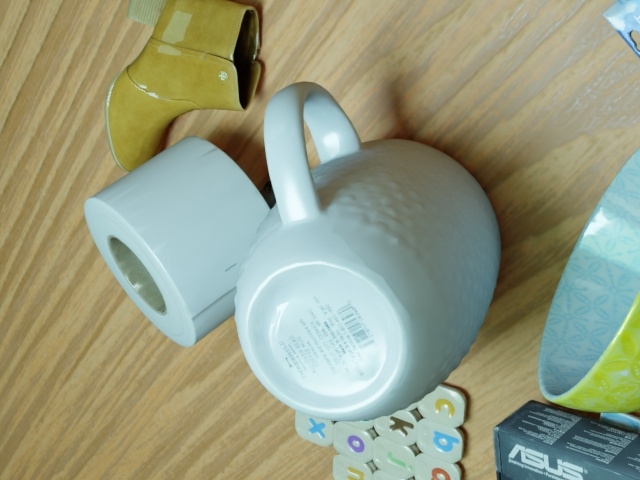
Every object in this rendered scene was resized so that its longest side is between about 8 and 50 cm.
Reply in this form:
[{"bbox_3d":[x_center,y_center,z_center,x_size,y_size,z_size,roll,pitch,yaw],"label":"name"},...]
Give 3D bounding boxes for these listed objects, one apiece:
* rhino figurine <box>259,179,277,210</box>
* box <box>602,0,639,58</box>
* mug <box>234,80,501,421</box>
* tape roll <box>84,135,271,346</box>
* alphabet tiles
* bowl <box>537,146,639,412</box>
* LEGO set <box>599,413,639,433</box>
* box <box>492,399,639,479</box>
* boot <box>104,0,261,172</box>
[{"bbox_3d":[0.000,0.000,1.237,0.243,0.073,0.106,46,123,12],"label":"rhino figurine"},{"bbox_3d":[0.381,-0.246,0.886,0.109,0.042,0.178,54,129,8],"label":"box"},{"bbox_3d":[0.032,0.005,1.004,0.276,0.328,0.374,-16,101,21],"label":"mug"},{"bbox_3d":[-0.186,0.002,1.252,0.246,0.169,0.246,41,153,26],"label":"tape roll"},{"bbox_3d":[0.081,0.249,1.304,0.278,0.021,0.284,14,114,32],"label":"alphabet tiles"},{"bbox_3d":[0.349,0.054,0.900,0.156,0.289,0.289,23,121,2],"label":"bowl"},{"bbox_3d":[0.405,0.182,1.005,0.183,0.060,0.244,22,111,34],"label":"LEGO set"},{"bbox_3d":[0.390,0.381,1.018,0.395,0.097,0.318,13,117,44],"label":"box"},{"bbox_3d":[-0.190,-0.205,1.279,0.211,0.104,0.295,24,115,28],"label":"boot"}]
